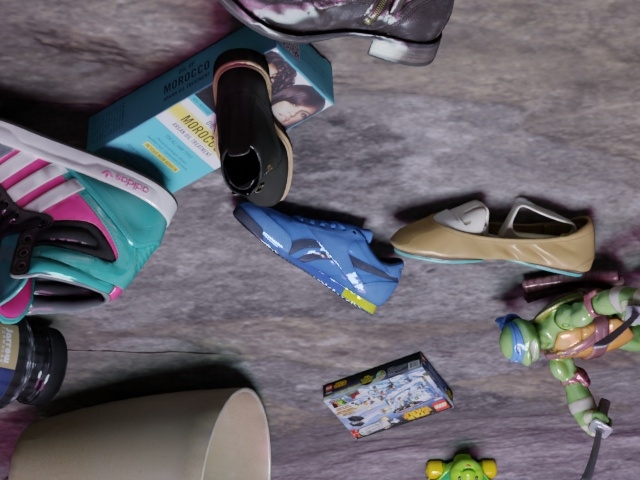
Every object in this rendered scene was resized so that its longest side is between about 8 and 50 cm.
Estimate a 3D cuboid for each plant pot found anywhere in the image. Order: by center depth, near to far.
[{"bbox_3d":[-0.228,0.296,2.122,0.274,0.256,0.256,3,140,17],"label":"plant pot"}]

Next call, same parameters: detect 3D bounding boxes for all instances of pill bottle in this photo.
[{"bbox_3d":[-0.403,0.126,1.972,0.219,0.122,0.123,14,137,-37],"label":"pill bottle"}]

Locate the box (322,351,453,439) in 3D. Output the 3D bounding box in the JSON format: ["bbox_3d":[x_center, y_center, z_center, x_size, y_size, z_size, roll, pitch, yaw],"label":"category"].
[{"bbox_3d":[0.084,0.193,2.159,0.137,0.027,0.094,-20,134,18],"label":"box"}]

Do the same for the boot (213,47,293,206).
[{"bbox_3d":[-0.071,-0.068,1.687,0.077,0.137,0.198,-9,138,7],"label":"boot"}]

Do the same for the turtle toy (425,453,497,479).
[{"bbox_3d":[0.185,0.322,2.278,0.095,0.066,0.130,-1,138,-2],"label":"turtle toy"}]

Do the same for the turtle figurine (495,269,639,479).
[{"bbox_3d":[0.355,0.133,1.956,0.266,0.275,0.197,-16,108,-19],"label":"turtle figurine"}]

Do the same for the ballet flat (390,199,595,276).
[{"bbox_3d":[0.192,-0.011,1.922,0.232,0.080,0.073,6,109,-13],"label":"ballet flat"}]

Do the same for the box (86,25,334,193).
[{"bbox_3d":[-0.113,-0.130,1.765,0.244,0.060,0.100,-27,133,25],"label":"box"}]

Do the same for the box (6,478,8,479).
[{"bbox_3d":[-0.330,0.420,2.270,0.182,0.181,0.119,6,138,-10],"label":"box"}]

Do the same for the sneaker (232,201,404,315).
[{"bbox_3d":[0.000,0.000,1.925,0.209,0.069,0.082,32,95,-22],"label":"sneaker"}]

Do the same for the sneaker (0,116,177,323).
[{"bbox_3d":[-0.311,-0.012,1.752,0.296,0.178,0.124,19,157,4],"label":"sneaker"}]

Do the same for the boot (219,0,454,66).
[{"bbox_3d":[0.048,-0.285,1.600,0.263,0.091,0.229,10,131,-20],"label":"boot"}]
